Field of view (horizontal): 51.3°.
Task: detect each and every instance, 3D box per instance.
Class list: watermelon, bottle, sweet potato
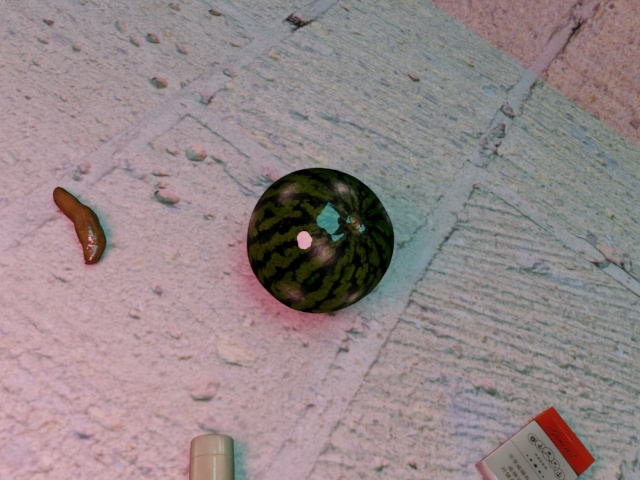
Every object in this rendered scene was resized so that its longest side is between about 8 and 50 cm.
[{"bbox_3d":[0.000,0.000,1.286,0.285,0.285,0.285,14,49,-17],"label":"watermelon"},{"bbox_3d":[-0.165,0.402,1.011,0.072,0.072,0.201,10,51,-20],"label":"bottle"},{"bbox_3d":[-0.441,-0.037,1.233,0.053,0.054,0.182,-13,59,-45],"label":"sweet potato"}]

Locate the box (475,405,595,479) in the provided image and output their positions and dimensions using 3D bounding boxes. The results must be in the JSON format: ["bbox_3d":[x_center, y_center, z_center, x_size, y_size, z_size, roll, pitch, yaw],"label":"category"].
[{"bbox_3d":[0.427,0.439,1.313,0.245,0.035,0.139,-22,66,-38],"label":"box"}]
